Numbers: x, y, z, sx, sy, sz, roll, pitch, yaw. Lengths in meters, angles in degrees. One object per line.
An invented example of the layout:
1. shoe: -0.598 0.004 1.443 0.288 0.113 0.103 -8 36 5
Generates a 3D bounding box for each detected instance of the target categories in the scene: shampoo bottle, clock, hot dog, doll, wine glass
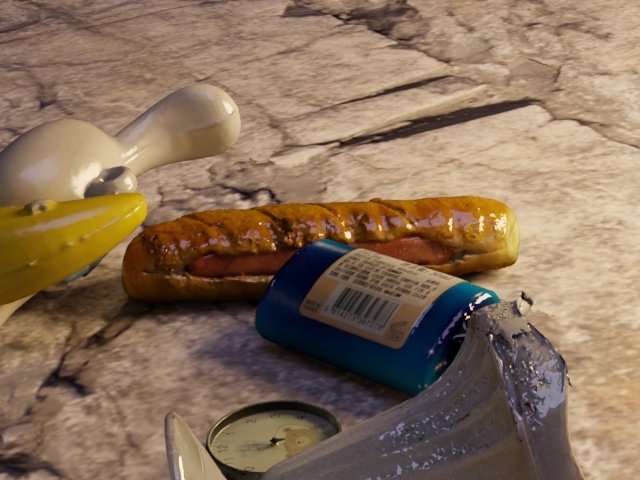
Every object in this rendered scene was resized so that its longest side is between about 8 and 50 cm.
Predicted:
1. shampoo bottle: 0.048 0.053 1.092 0.183 0.050 0.087 17 55 40
2. clock: -0.027 0.122 1.007 0.085 0.017 0.085 -4 25 2
3. hot dog: 0.000 0.003 1.210 0.286 0.061 0.088 -5 14 -3
4. doll: -0.202 -0.018 1.213 0.237 0.111 0.252 -14 22 35
5. wine glass: 0.030 0.123 0.836 0.197 0.164 0.165 -11 26 -3
